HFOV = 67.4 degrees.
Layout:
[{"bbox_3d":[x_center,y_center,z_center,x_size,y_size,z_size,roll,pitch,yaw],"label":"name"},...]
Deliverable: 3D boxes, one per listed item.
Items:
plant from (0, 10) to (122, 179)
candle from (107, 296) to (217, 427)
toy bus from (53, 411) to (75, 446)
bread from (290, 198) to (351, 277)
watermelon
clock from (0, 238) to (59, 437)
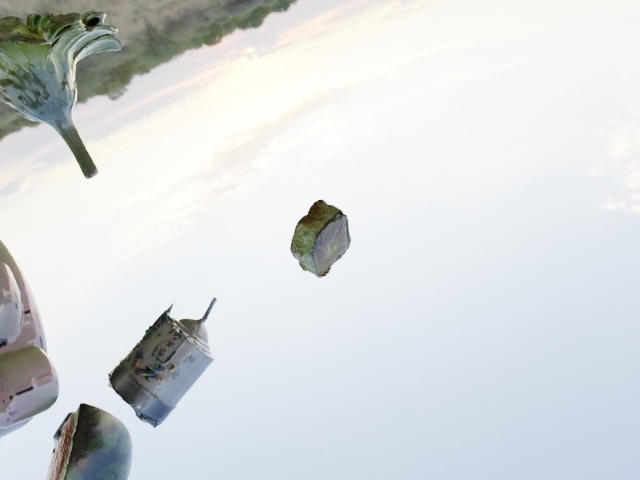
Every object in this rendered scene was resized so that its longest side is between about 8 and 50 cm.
[{"bbox_3d":[-0.475,-0.289,0.843,0.305,0.297,0.261,-21,-134,26],"label":"plant"},{"bbox_3d":[-0.363,0.280,1.200,0.330,0.187,0.187,-50,-147,-14],"label":"candle"},{"bbox_3d":[-0.625,0.567,1.288,0.135,0.330,0.109,24,-136,-1],"label":"toy bus"},{"bbox_3d":[0.000,0.000,0.981,0.069,0.140,0.128,26,-117,29],"label":"bread"},{"bbox_3d":[-0.303,0.281,0.588,0.094,0.125,0.135,5,-139,21],"label":"watermelon"},{"bbox_3d":[-0.458,0.109,0.584,0.284,0.310,0.114,-37,170,25],"label":"clock"}]
